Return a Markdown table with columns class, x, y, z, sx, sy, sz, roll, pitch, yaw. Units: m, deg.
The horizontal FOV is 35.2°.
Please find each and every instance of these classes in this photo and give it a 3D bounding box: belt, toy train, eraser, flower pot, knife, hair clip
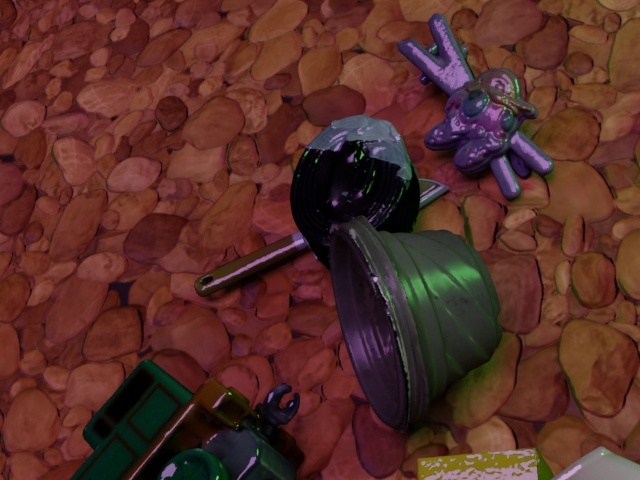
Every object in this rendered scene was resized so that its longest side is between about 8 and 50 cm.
| class | x | y | z | sx | sy | sz | roll | pitch | yaw |
| --- | --- | --- | --- | --- | --- | --- | --- | --- | --- |
| belt | 0.044 | -0.061 | 1.216 | 0.151 | 0.078 | 0.198 | -7 | 54 | 21 |
| toy train | -0.193 | 0.304 | 1.086 | 0.429 | 0.178 | 0.249 | -49 | 45 | -9 |
| eraser | 0.165 | 0.243 | 1.000 | 0.122 | 0.097 | 0.045 | -10 | 58 | 18 |
| flower pot | 0.103 | 0.075 | 1.077 | 0.140 | 0.235 | 0.235 | -17 | 53 | -14 |
| knife | 0.000 | 0.001 | 1.259 | 0.343 | 0.027 | 0.061 | -26 | 49 | 5 |
| hair clip | 0.176 | -0.170 | 1.242 | 0.137 | 0.090 | 0.278 | -36 | 53 | 12 |

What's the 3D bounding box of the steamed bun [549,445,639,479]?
| class | x | y | z | sx | sy | sz | roll | pitch | yaw |
| --- | --- | --- | --- | --- | --- | --- | --- | --- | --- |
| steamed bun | 0.227 | 0.318 | 0.896 | 0.241 | 0.146 | 0.164 | -37 | 49 | 2 |
